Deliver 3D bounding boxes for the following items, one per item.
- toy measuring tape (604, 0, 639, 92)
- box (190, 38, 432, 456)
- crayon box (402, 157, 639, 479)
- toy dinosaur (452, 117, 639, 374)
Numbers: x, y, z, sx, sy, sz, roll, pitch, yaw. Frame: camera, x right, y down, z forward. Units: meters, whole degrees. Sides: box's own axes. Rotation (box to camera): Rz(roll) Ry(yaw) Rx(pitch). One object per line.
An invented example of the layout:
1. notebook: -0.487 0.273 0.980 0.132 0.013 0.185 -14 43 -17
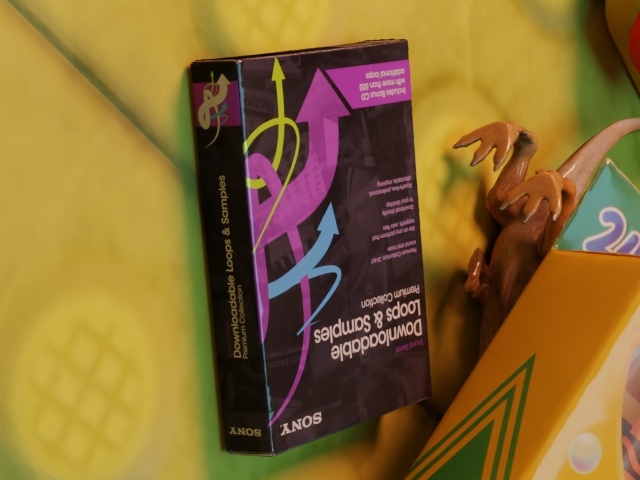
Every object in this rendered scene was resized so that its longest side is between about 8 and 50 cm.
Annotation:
1. toy measuring tape: 0.239 -0.088 1.030 0.330 0.121 0.121 55 51 -37
2. box: 0.000 0.000 0.801 0.116 0.029 0.162 -14 103 -50
3. crayon box: 0.129 0.150 0.835 0.203 0.083 0.323 42 71 -26
4. toy dinosaur: 0.109 -0.015 0.926 0.211 0.064 0.112 -57 150 -20
